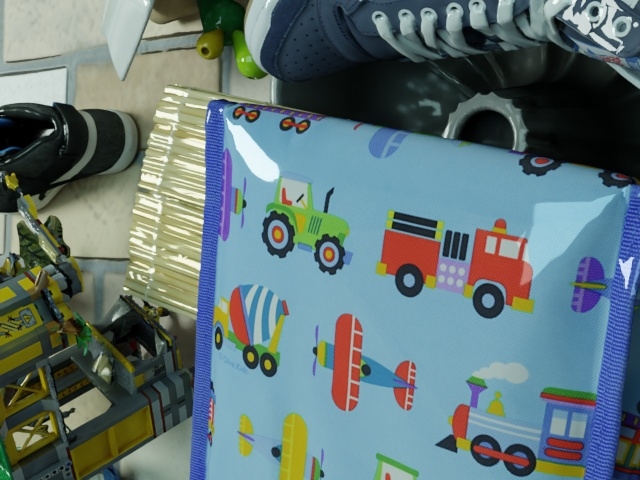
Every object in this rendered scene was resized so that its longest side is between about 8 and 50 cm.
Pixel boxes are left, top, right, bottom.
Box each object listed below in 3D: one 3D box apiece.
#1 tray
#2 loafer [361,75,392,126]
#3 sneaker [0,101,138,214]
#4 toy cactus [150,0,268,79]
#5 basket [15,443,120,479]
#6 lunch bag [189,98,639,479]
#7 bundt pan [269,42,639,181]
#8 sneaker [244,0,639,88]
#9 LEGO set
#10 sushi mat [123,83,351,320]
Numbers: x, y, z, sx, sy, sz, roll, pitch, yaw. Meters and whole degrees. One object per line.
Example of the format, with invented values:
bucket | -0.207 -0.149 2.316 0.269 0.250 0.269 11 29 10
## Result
tray | -0.138 -0.276 0.756 0.145 0.030 0.270 148 130 -66
loafer | -0.002 -0.091 0.726 0.125 0.045 0.039 -13 87 32
sneaker | -0.285 -0.081 0.880 0.216 0.121 0.079 -18 77 34
toy cactus | -0.089 -0.221 0.767 0.180 0.112 0.219 -19 86 44
basket | -0.263 0.278 0.773 0.289 0.254 0.201 7 100 45
lunch bag | 0.040 0.100 0.452 0.221 0.138 0.293 16 97 36
bundt pan | 0.126 -0.056 0.581 0.330 0.124 0.331 -1 89 36
sneaker | 0.087 -0.116 0.475 0.282 0.099 0.153 -28 71 29
LEGO set | -0.230 0.041 0.778 0.331 0.192 0.255 27 134 42
sushi mat | 0.000 0.000 0.582 0.316 0.019 0.152 17 98 35
